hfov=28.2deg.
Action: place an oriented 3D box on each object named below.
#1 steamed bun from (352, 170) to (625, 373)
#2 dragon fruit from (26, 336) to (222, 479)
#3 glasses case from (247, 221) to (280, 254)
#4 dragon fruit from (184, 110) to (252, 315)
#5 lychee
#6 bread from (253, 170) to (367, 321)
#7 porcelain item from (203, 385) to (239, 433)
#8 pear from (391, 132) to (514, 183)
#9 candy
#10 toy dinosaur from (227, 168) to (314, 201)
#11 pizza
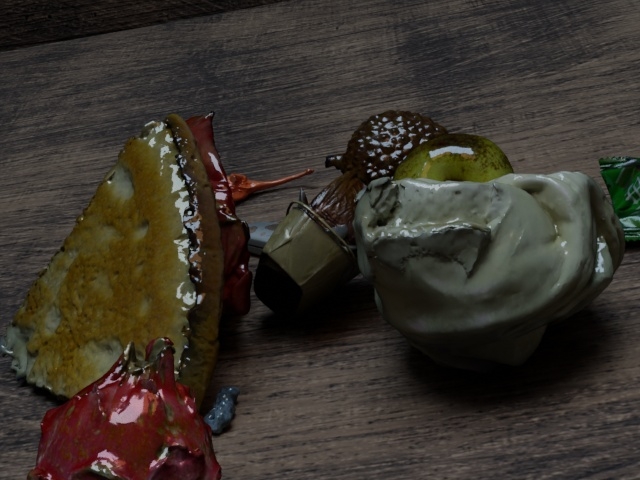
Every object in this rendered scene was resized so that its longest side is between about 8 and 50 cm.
[{"bbox_3d":[0.197,0.049,1.597,0.394,0.237,0.347,2,-10,-38],"label":"steamed bun"},{"bbox_3d":[-0.200,0.232,1.324,0.210,0.268,0.205,9,3,-40],"label":"dragon fruit"},{"bbox_3d":[-0.072,0.000,2.061,0.164,0.041,0.063,13,33,44],"label":"glasses case"},{"bbox_3d":[-0.225,-0.011,1.832,0.228,0.286,0.329,-10,20,-7],"label":"dragon fruit"},{"bbox_3d":[0.123,-0.123,2.074,0.238,0.200,0.200,8,28,13],"label":"lychee"},{"bbox_3d":[0.000,0.000,1.802,0.212,0.142,0.224,-46,-8,-20],"label":"bread"},{"bbox_3d":[-0.124,0.214,1.612,0.036,0.028,0.083,-21,20,21],"label":"porcelain item"},{"bbox_3d":[0.201,-0.060,1.900,0.197,0.197,0.197,-10,23,4],"label":"pear"},{"bbox_3d":[0.497,-0.058,1.896,0.141,0.078,0.203,-16,33,18],"label":"candy"},{"bbox_3d":[-0.152,-0.098,2.305,0.280,0.055,0.101,-6,1,17],"label":"toy dinosaur"},{"bbox_3d":[-0.239,0.089,1.690,0.080,0.435,0.392,22,18,-44],"label":"pizza"}]
